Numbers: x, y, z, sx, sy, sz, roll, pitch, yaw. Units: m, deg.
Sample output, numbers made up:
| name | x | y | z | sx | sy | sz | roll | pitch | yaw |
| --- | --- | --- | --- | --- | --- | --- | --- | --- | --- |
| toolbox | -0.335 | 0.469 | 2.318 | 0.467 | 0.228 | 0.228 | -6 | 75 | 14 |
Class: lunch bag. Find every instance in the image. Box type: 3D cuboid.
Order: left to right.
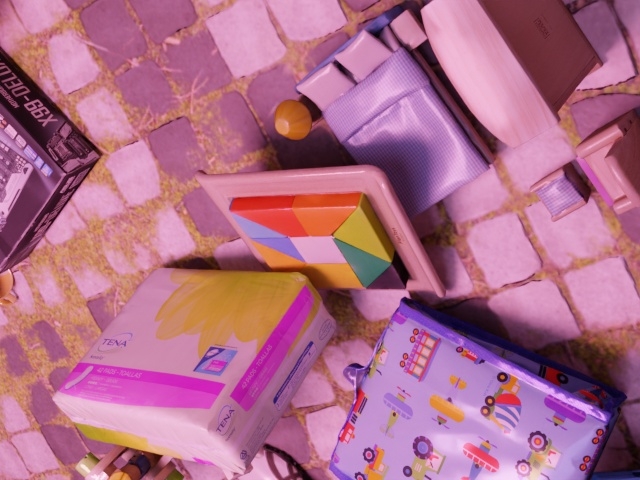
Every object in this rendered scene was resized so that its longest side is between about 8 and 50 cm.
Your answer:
| name | x | y | z | sx | sy | sz | roll | pitch | yaw |
| --- | --- | --- | --- | --- | --- | --- | --- | --- | --- |
| lunch bag | 0.148 | 0.212 | 1.019 | 0.293 | 0.138 | 0.220 | 25 | 100 | 22 |

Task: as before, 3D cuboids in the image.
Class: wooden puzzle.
| name | x | y | z | sx | sy | sz | roll | pitch | yaw |
| --- | --- | --- | --- | --- | --- | --- | --- | --- | --- |
| wooden puzzle | 0.000 | 0.000 | 1.019 | 0.239 | 0.044 | 0.221 | 3 | 147 | 29 |

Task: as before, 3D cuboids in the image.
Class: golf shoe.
| name | x | y | z | sx | sy | sz | roll | pitch | yaw |
| --- | --- | --- | --- | --- | --- | --- | --- | --- | --- |
| golf shoe | -0.054 | 0.353 | 1.252 | 0.198 | 0.094 | 0.077 | 29 | 125 | 15 |

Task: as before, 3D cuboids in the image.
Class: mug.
| name | x | y | z | sx | sy | sz | roll | pitch | yaw |
| --- | --- | --- | --- | --- | --- | --- | --- | --- | --- |
| mug | -0.499 | 0.070 | 1.374 | 0.064 | 0.062 | 0.078 | -13 | 100 | 40 |

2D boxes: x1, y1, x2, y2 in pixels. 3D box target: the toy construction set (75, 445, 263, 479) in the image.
| name | x | y | z | sx | sy | sz | roll | pitch | yaw |
| --- | --- | --- | --- | --- | --- | --- | --- | --- | --- |
| toy construction set | -0.199 | 0.261 | 1.208 | 0.328 | 0.215 | 0.151 | -34 | 96 | 36 |

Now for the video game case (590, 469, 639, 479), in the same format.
| name | x | y | z | sx | sy | sz | roll | pitch | yaw |
| --- | --- | --- | --- | --- | --- | --- | --- | --- | --- |
| video game case | 0.352 | 0.292 | 0.990 | 0.166 | 0.015 | 0.119 | 1 | 120 | -15 |

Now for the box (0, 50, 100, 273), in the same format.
| name | x | y | z | sx | sy | sz | roll | pitch | yaw |
| --- | --- | --- | --- | --- | --- | --- | --- | --- | --- |
| box | -0.473 | -0.139 | 1.245 | 0.307 | 0.076 | 0.242 | 47 | 126 | 1 |

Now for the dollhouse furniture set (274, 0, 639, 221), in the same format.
| name | x | y | z | sx | sy | sz | roll | pitch | yaw |
| --- | --- | --- | --- | --- | --- | --- | --- | --- | --- |
| dollhouse furniture set | 0.113 | -0.083 | 0.885 | 0.303 | 0.198 | 0.286 | -31 | 96 | 36 |

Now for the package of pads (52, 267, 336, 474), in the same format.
| name | x | y | z | sx | sy | sz | roll | pitch | yaw |
| --- | --- | --- | --- | --- | --- | --- | --- | --- | --- |
| package of pads | -0.148 | 0.136 | 1.085 | 0.297 | 0.229 | 0.101 | -1 | 134 | 42 |
